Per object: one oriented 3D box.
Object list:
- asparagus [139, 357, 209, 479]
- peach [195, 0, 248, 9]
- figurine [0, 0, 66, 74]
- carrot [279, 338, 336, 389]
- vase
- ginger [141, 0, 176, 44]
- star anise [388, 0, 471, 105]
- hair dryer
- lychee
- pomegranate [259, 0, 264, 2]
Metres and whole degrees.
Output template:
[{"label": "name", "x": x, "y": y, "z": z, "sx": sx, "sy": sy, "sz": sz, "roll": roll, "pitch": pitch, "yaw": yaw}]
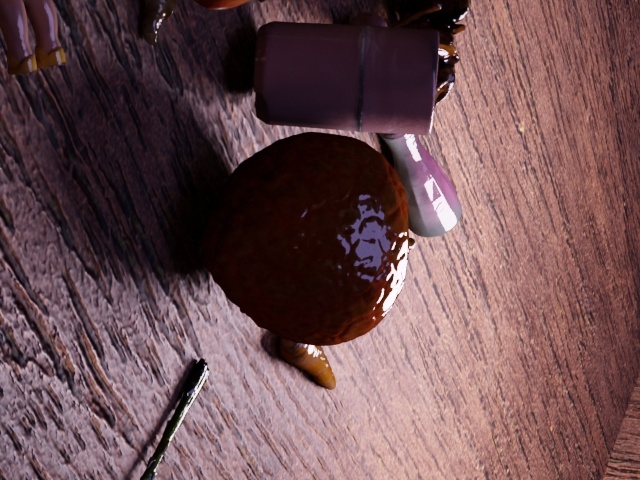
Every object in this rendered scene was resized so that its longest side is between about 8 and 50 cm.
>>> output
[{"label": "asparagus", "x": -0.180, "y": 0.232, "z": 1.888, "sx": 0.022, "sy": 0.023, "sz": 0.233, "roll": 36, "pitch": 56, "yaw": -13}, {"label": "peach", "x": -0.096, "y": -0.356, "z": 1.639, "sx": 0.243, "sy": 0.200, "sz": 0.243, "roll": 7, "pitch": 90, "yaw": -75}, {"label": "figurine", "x": -0.268, "y": -0.265, "z": 1.404, "sx": 0.175, "sy": 0.116, "sz": 0.240, "roll": -30, "pitch": 126, "yaw": -58}, {"label": "carrot", "x": -0.009, "y": 0.164, "z": 2.201, "sx": 0.216, "sy": 0.048, "sz": 0.048, "roll": 53, "pitch": 51, "yaw": -64}, {"label": "vase", "x": 0.136, "y": -0.101, "z": 2.366, "sx": 0.086, "sy": 0.086, "sz": 0.214, "roll": -64, "pitch": 146, "yaw": -31}, {"label": "ginger", "x": -0.167, "y": -0.253, "z": 1.721, "sx": 0.048, "sy": 0.030, "sz": 0.097, "roll": -33, "pitch": 130, "yaw": -56}, {"label": "star anise", "x": 0.137, "y": -0.281, "z": 2.246, "sx": 0.190, "sy": 0.126, "sz": 0.220, "roll": -67, "pitch": 166, "yaw": -50}, {"label": "hair dryer", "x": 0.034, "y": -0.225, "z": 2.032, "sx": 0.352, "sy": 0.210, "sz": 0.125, "roll": -83, "pitch": 176, "yaw": -72}, {"label": "lychee", "x": 0.000, "y": 0.000, "z": 1.911, "sx": 0.300, "sy": 0.255, "sz": 0.255, "roll": -3, "pitch": 105, "yaw": -25}, {"label": "pomegranate", "x": -0.021, "y": -0.362, "z": 1.874, "sx": 0.205, "sy": 0.159, "sz": 0.159, "roll": -49, "pitch": 150, "yaw": -2}]
